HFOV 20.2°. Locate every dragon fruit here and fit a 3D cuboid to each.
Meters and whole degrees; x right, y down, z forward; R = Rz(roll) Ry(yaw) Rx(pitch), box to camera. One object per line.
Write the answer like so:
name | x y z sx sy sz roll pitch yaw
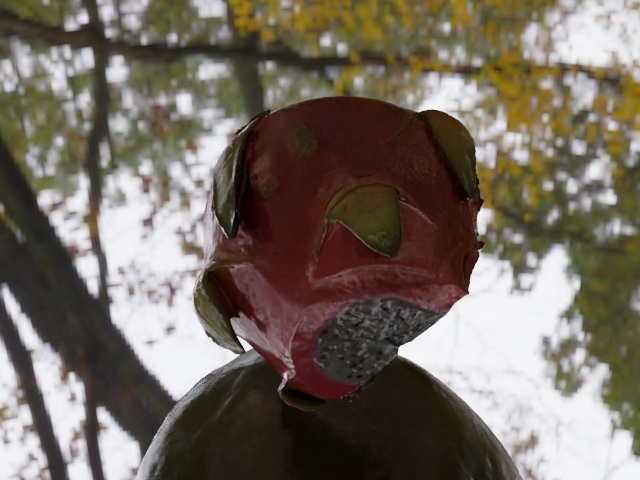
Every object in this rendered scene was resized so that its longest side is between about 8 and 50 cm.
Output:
dragon fruit | 0.000 0.000 0.473 0.083 0.060 0.056 -41 -149 24

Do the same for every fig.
fig | -0.004 0.118 0.519 0.126 0.133 0.185 -9 -146 26
